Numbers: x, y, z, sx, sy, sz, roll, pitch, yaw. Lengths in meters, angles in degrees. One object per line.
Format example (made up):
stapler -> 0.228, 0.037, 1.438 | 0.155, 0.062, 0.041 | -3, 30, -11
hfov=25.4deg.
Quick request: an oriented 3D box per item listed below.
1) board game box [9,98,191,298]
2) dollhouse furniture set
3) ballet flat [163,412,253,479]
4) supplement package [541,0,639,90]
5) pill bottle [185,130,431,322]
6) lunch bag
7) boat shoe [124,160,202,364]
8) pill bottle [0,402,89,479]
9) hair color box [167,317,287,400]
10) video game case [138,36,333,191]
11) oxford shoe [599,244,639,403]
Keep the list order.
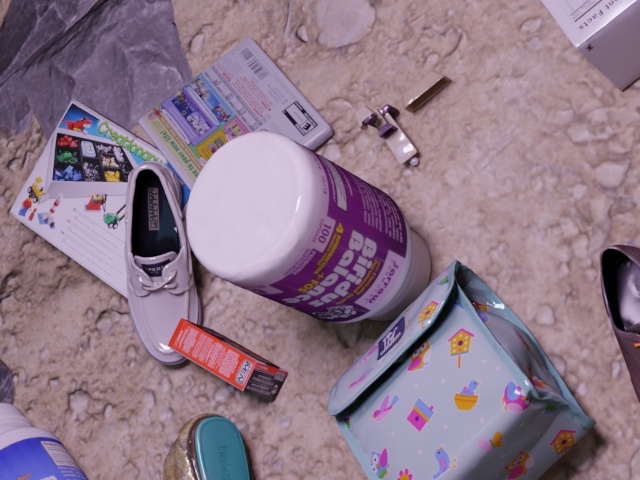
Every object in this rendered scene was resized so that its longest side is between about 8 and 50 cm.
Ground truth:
board game box -> -0.289, -0.054, 1.978 | 0.305, 0.053, 0.193 | 32, 93, 36
dollhouse furniture set -> 0.117, -0.150, 1.726 | 0.114, 0.091, 0.081 | -39, 72, 15
ballet flat -> -0.118, 0.381, 1.694 | 0.123, 0.123, 0.348 | -26, 62, 25
supplement package -> 0.308, -0.315, 1.608 | 0.139, 0.134, 0.244 | -39, 57, 18
pill bottle -> 0.000, 0.000, 1.608 | 0.169, 0.301, 0.169 | -12, 68, 32
lunch bag -> 0.134, 0.168, 1.556 | 0.223, 0.160, 0.262 | -48, 43, 16
boat shoe -> -0.207, 0.030, 1.826 | 0.096, 0.088, 0.267 | -1, 91, 2
pill bottle -> -0.377, 0.340, 1.847 | 0.152, 0.152, 0.272 | -52, 55, 9
hair color box -> -0.117, 0.149, 1.783 | 0.141, 0.072, 0.043 | 26, 90, 36
video game case -> -0.115, -0.150, 1.877 | 0.193, 0.023, 0.212 | -37, 56, -3
oxford shoe -> 0.349, 0.126, 1.456 | 0.097, 0.098, 0.271 | -34, 58, 21
